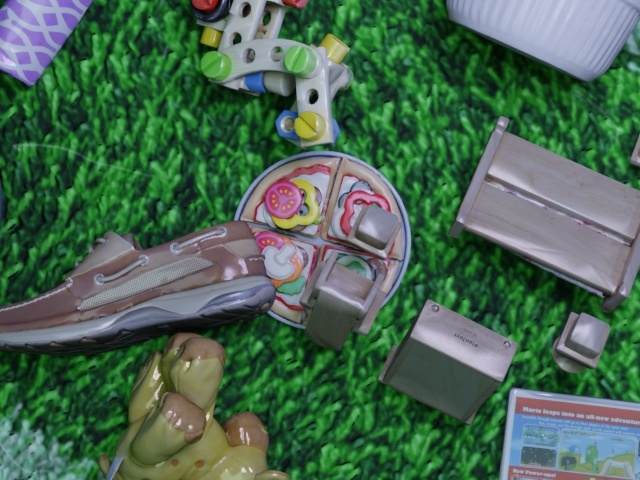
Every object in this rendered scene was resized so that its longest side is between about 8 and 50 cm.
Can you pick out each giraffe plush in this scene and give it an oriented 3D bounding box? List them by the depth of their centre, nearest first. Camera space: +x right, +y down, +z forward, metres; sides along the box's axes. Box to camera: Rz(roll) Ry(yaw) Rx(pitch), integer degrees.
[{"bbox_3d":[-0.122,0.223,1.452,0.170,0.181,0.210,29,79,-18],"label":"giraffe plush"}]

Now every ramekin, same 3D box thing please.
[{"bbox_3d":[0.230,-0.247,1.418,0.207,0.207,0.109,25,99,3],"label":"ramekin"}]

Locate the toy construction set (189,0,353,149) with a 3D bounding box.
[{"bbox_3d":[-0.019,-0.270,1.452,0.215,0.151,0.328,21,81,28],"label":"toy construction set"}]

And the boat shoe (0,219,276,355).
[{"bbox_3d":[-0.214,0.052,1.479,0.324,0.123,0.116,-11,78,-1],"label":"boat shoe"}]

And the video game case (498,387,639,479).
[{"bbox_3d":[0.292,0.315,1.484,0.204,0.025,0.285,7,90,3],"label":"video game case"}]

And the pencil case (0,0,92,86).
[{"bbox_3d":[-0.303,-0.272,1.502,0.088,0.086,0.206,33,88,37],"label":"pencil case"}]

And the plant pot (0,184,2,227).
[{"bbox_3d":[-0.470,-0.022,1.436,0.290,0.195,0.290,1,80,-3],"label":"plant pot"}]

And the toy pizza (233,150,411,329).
[{"bbox_3d":[0.000,0.000,1.503,0.201,0.032,0.201,0,89,3],"label":"toy pizza"}]

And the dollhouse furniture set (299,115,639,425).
[{"bbox_3d":[0.181,-0.002,1.485,0.303,0.174,0.356,26,66,2],"label":"dollhouse furniture set"}]
